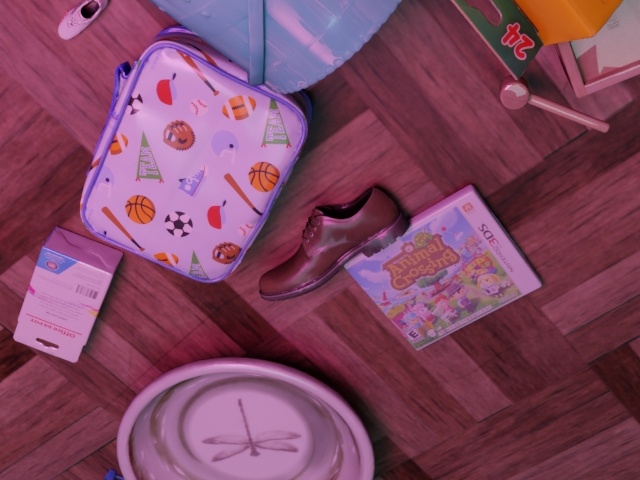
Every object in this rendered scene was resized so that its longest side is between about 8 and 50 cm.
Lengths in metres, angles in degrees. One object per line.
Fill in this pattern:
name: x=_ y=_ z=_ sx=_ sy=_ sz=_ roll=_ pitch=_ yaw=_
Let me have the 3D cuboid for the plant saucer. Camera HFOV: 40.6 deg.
plant saucer: x=-0.114 y=0.320 z=1.365 sx=0.400 sy=0.101 sz=0.401 roll=1 pitch=122 yaw=2

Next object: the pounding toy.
pounding toy: x=0.302 y=-0.221 z=1.003 sx=0.206 sy=0.094 sz=0.181 roll=-21 pitch=118 yaw=16

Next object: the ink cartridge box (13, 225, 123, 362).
ink cartridge box: x=-0.369 y=0.081 z=1.255 sx=0.104 sy=0.062 sz=0.181 roll=23 pitch=120 yaw=-10

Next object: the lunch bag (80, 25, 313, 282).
lunch bag: x=-0.161 y=-0.110 z=1.084 sx=0.243 sy=0.115 sz=0.303 roll=26 pitch=115 yaw=-9

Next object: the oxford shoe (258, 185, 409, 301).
oxford shoe: x=0.000 y=0.000 z=1.174 sx=0.227 sy=0.083 sz=0.096 roll=-34 pitch=112 yaw=9

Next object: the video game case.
video game case: x=0.171 y=0.045 z=1.215 sx=0.212 sy=0.023 sz=0.193 roll=-31 pitch=117 yaw=21

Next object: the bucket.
bucket: x=-0.039 y=-0.297 z=0.880 sx=0.281 sy=0.281 sz=0.183 roll=-38 pitch=121 yaw=23

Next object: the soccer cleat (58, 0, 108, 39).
soccer cleat: x=-0.290 y=-0.271 z=1.046 sx=0.083 sy=0.036 sz=0.029 roll=-33 pitch=115 yaw=21

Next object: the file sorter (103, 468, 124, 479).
file sorter: x=-0.357 y=0.506 z=1.488 sx=0.104 sy=0.118 sz=0.170 roll=25 pitch=120 yaw=-15

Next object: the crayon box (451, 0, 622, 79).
crayon box: x=0.245 y=-0.339 z=0.840 sx=0.202 sy=0.081 sz=0.319 roll=43 pitch=79 yaw=-21
